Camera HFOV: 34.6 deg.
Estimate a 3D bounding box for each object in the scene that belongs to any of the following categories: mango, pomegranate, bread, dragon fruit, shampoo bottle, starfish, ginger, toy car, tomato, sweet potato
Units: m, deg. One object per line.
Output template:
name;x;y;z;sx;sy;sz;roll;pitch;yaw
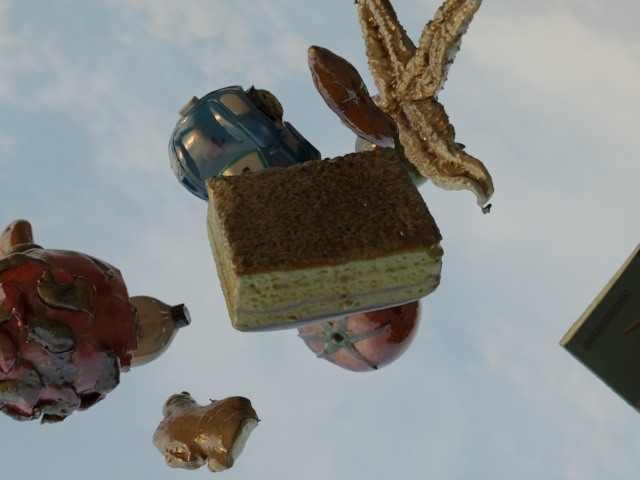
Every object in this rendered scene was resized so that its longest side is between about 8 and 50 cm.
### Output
mango;-0.528;0.016;1.791;0.060;0.080;0.114;23;-119;-54
pomegranate;0.151;-0.157;1.753;0.205;0.159;0.159;13;-162;41
bread;0.000;0.000;1.125;0.234;0.111;0.184;-10;-138;-12
dragon fruit;-0.428;0.127;1.494;0.291;0.250;0.269;-6;-150;-23
shampoo bottle;-0.354;0.169;1.832;0.078;0.256;0.127;59;-166;-68
starfish;0.149;-0.244;1.432;0.082;0.324;0.432;9;-168;-24
ginger;-0.185;0.281;1.522;0.137;0.213;0.074;-44;-55;-38
toy car;-0.090;-0.082;1.521;0.314;0.198;0.166;44;-159;-20
tomato;0.077;0.126;2.061;0.264;0.265;0.265;21;-142;-17
sweet potato;0.037;-0.164;1.190;0.202;0.055;0.058;43;-137;-44

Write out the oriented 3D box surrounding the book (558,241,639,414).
book;0.619;0.188;1.793;0.379;0.264;0.031;38;178;-19
